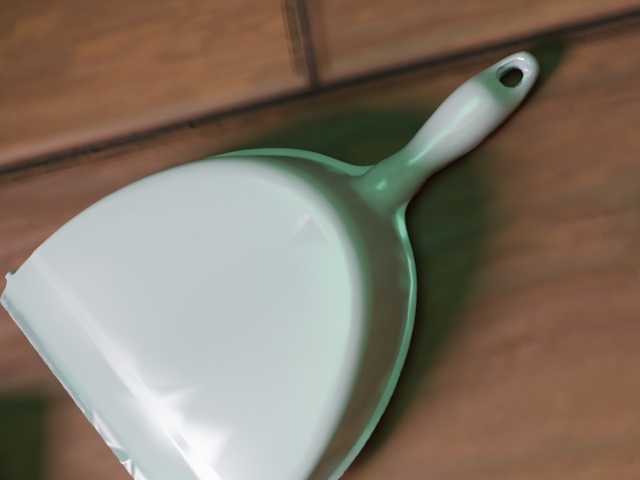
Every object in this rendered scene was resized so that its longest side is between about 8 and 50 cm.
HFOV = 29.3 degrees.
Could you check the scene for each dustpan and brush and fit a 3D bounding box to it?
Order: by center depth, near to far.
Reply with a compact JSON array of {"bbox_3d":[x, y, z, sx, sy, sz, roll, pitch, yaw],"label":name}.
[{"bbox_3d":[0.000,0.000,0.465,0.211,0.060,0.147,-44,74,10],"label":"dustpan and brush"}]
